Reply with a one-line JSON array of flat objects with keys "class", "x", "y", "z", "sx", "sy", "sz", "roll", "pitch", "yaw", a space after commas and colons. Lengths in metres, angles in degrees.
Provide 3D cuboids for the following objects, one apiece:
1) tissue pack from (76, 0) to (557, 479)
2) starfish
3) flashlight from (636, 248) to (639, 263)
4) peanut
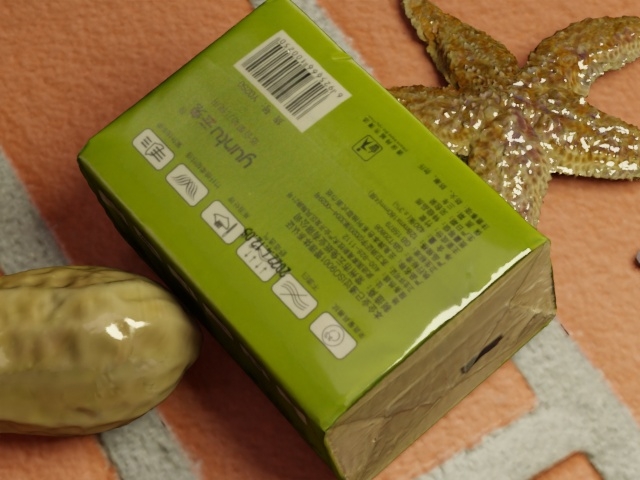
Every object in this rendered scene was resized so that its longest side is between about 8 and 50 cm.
[{"class": "tissue pack", "x": 0.000, "y": 0.000, "z": 1.107, "sx": 0.200, "sy": 0.167, "sz": 0.275, "roll": -40, "pitch": 66, "yaw": -9}, {"class": "starfish", "x": 0.149, "y": -0.111, "z": 1.222, "sx": 0.302, "sy": 0.060, "sz": 0.299, "roll": 27, "pitch": 69, "yaw": 19}, {"class": "flashlight", "x": 0.263, "y": 0.048, "z": 1.139, "sx": 0.052, "sy": 0.031, "sz": 0.110, "roll": -7, "pitch": 61, "yaw": 0}, {"class": "peanut", "x": -0.237, "y": 0.084, "z": 1.098, "sx": 0.313, "sy": 0.149, "sz": 0.149, "roll": -4, "pitch": 61, "yaw": -1}]
